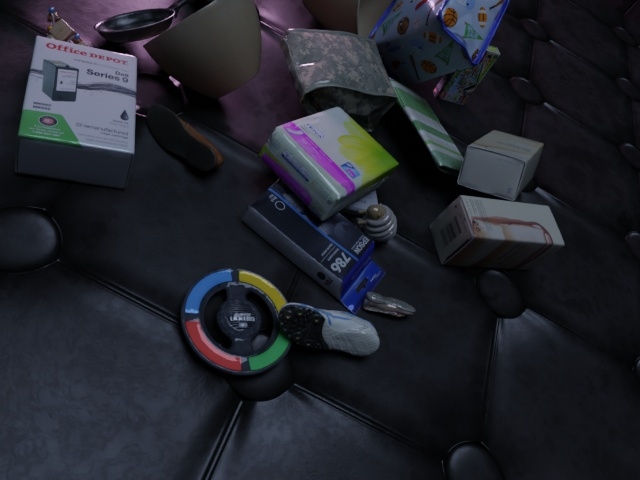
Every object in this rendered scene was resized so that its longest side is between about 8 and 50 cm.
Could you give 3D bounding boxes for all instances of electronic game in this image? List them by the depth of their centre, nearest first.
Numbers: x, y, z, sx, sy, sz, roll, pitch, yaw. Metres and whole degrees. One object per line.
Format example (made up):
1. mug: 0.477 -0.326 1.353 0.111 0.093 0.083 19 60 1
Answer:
1. electronic game: -0.158 0.154 1.134 0.229 0.048 0.229 14 52 -19

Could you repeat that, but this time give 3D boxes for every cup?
1. cup: 0.081 -0.770 1.788 0.236 0.331 0.331 21 45 20

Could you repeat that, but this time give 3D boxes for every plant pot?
1. plant pot: -0.253 -0.458 1.412 0.191 0.284 0.284 59 44 -23

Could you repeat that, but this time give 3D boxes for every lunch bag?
1. lunch bag: 0.031 -0.441 1.585 0.286 0.169 0.235 3 57 -32
2. lunch bag: 0.361 -0.686 1.726 0.239 0.327 0.386 43 69 -29

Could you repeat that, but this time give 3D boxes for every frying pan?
1. frying pan: -0.431 -0.564 1.475 0.197 0.053 0.326 4 36 18

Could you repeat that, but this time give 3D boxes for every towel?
1. towel: 0.307 -0.316 1.670 0.247 0.038 0.325 6 52 -55

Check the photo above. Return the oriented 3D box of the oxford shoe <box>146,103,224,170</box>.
1. oxford shoe: -0.309 -0.231 1.334 0.212 0.076 0.076 41 18 8

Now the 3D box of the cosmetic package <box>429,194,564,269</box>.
1. cosmetic package: 0.454 -0.014 1.511 0.296 0.153 0.129 3 58 -24

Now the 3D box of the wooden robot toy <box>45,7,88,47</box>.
1. wooden robot toy: -0.596 -0.457 1.351 0.079 0.076 0.173 -44 82 -6

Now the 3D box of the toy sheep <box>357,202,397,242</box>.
1. toy sheep: 0.140 -0.038 1.395 0.091 0.132 0.091 -11 52 15

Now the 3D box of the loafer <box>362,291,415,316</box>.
1. loafer: 0.152 0.150 1.313 0.125 0.039 0.045 19 17 -18

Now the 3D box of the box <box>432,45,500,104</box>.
1. box: 0.457 -0.527 1.845 0.114 0.207 0.036 7 51 -23

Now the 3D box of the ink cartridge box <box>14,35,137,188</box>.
1. ink cartridge box: -0.498 -0.267 1.211 0.211 0.121 0.289 6 54 -25

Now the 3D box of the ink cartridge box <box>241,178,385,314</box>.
1. ink cartridge box: 0.000 0.000 1.320 0.332 0.065 0.165 39 48 2

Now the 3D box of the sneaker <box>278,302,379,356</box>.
1. sneaker: 0.013 0.175 1.182 0.237 0.085 0.086 22 14 -29

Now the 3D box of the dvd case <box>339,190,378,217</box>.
1. dvd case: 0.054 -0.168 1.492 0.179 0.030 0.239 10 54 -22

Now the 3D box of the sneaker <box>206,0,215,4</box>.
1. sneaker: -0.306 -0.704 1.684 0.098 0.038 0.069 41 49 4

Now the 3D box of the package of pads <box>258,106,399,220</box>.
1. package of pads: 0.021 -0.194 1.385 0.229 0.101 0.296 46 39 10

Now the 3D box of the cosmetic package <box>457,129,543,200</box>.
1. cosmetic package: 0.506 -0.216 1.623 0.160 0.113 0.309 20 25 21
